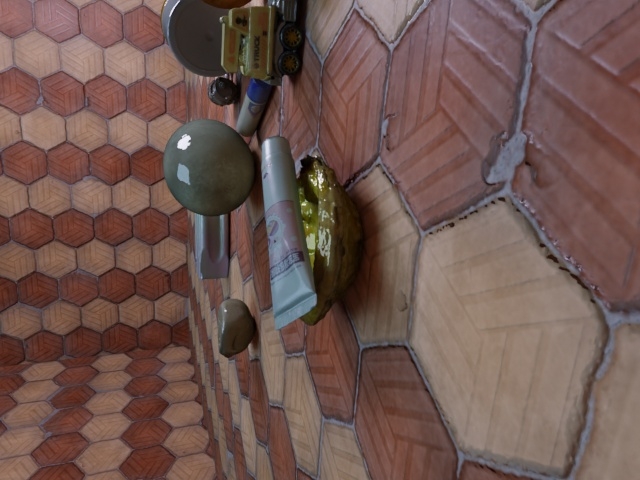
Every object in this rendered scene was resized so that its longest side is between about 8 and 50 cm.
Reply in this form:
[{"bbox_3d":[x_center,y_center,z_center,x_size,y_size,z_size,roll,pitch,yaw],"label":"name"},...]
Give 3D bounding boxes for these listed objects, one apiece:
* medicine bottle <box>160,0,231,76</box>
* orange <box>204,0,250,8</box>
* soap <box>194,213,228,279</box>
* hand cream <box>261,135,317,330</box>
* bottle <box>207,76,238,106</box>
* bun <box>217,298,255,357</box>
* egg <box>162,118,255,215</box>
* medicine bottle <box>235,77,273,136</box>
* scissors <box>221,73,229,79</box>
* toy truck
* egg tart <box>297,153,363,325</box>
[{"bbox_3d":[-0.353,-0.639,1.386,0.231,0.238,0.237,-122,36,-50],"label":"medicine bottle"},{"bbox_3d":[-0.231,-0.685,1.092,0.240,0.240,0.239,178,90,-69],"label":"orange"},{"bbox_3d":[-0.437,-0.027,1.832,0.208,0.115,0.346,-145,55,-65],"label":"soap"},{"bbox_3d":[-0.052,-0.028,0.702,0.085,0.058,0.330,-34,51,31],"label":"hand cream"},{"bbox_3d":[-0.325,-0.496,1.525,0.152,0.099,0.098,-146,57,-66],"label":"bottle"},{"bbox_3d":[-0.259,0.270,1.412,0.166,0.114,0.173,-106,23,-49],"label":"bun"},{"bbox_3d":[-0.318,-0.211,1.311,0.352,0.259,0.258,-122,36,-48],"label":"egg"},{"bbox_3d":[-0.176,-0.357,1.205,0.231,0.059,0.059,137,127,-63],"label":"medicine bottle"},{"bbox_3d":[-0.359,-0.669,1.695,0.317,0.024,0.160,-112,27,-47],"label":"scissors"},{"bbox_3d":[-0.119,-0.457,0.915,0.124,0.157,0.271,-129,41,-57],"label":"toy truck"},{"bbox_3d":[0.000,0.000,0.756,0.279,0.095,0.278,-177,90,-71],"label":"egg tart"}]
